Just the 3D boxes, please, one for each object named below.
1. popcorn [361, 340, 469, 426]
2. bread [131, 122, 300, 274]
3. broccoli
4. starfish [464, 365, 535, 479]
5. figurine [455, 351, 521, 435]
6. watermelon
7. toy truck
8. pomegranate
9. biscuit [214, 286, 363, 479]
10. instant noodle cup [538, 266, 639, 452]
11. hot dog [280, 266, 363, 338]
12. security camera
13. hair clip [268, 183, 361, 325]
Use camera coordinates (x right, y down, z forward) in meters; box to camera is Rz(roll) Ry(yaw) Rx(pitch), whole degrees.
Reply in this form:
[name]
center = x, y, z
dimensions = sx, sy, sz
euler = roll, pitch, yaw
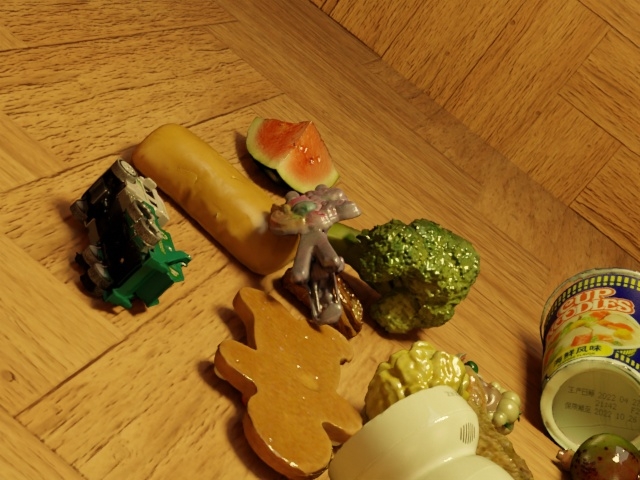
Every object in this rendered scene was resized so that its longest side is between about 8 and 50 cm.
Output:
[popcorn]
center = 0.130, 0.214, 1.416
dimensions = 0.142, 0.173, 0.173
euler = 2, -7, 41
[bread]
center = -0.154, -0.069, 1.658
dimensions = 0.305, 0.091, 0.142
euler = 41, 16, 7
[broccoli]
center = 0.105, 0.054, 1.719
dimensions = 0.302, 0.186, 0.254
euler = 9, -6, -18
[starfish]
center = 0.315, 0.361, 1.407
dimensions = 0.324, 0.082, 0.432
euler = 21, 32, -11
[figurine]
center = 0.208, 0.230, 1.603
dimensions = 0.197, 0.093, 0.147
euler = 32, 34, -9
[watermelon]
center = -0.071, -0.157, 1.977
dimensions = 0.145, 0.137, 0.193
euler = 9, 2, 35
[toy truck]
center = -0.236, 0.001, 1.364
dimensions = 0.116, 0.110, 0.216
euler = 38, 16, -39
[pomegranate]
center = 0.447, 0.366, 1.690
dimensions = 0.130, 0.130, 0.130
euler = 32, 22, -14
[biscuit]
center = -0.045, 0.186, 1.357
dimensions = 0.216, 0.047, 0.339
euler = 28, 25, -18
[instant noodle cup]
center = 0.505, 0.231, 1.887
dimensions = 0.284, 0.284, 0.312
euler = 39, 28, 3
[hot dog]
center = 0.009, 0.086, 1.626
dimensions = 0.147, 0.065, 0.099
euler = 40, 11, 11
[security camera]
center = 0.141, 0.307, 1.210
dimensions = 0.194, 0.194, 0.236
euler = 5, 43, -55
[hair clip]
center = -0.003, -0.008, 1.544
dimensions = 0.278, 0.137, 0.090
euler = -100, 172, -47
